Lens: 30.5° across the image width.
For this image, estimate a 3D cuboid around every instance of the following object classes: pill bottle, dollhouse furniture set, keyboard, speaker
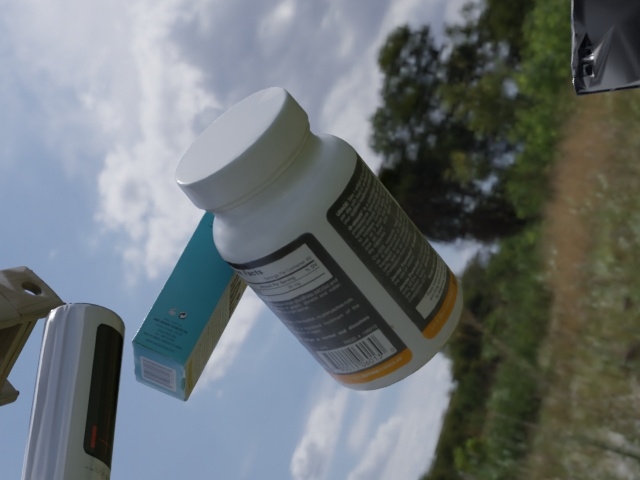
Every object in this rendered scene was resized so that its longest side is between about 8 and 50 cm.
[{"bbox_3d":[0.000,0.000,1.112,0.278,0.162,0.162,50,-136,-24],"label":"pill bottle"},{"bbox_3d":[-0.367,0.062,1.127,0.129,0.184,0.129,-57,-21,22],"label":"dollhouse furniture set"},{"bbox_3d":[0.185,-0.097,0.542,0.192,0.038,0.100,-174,85,-67],"label":"keyboard"},{"bbox_3d":[-0.156,0.109,0.739,0.055,0.055,0.136,90,179,-50],"label":"speaker"}]

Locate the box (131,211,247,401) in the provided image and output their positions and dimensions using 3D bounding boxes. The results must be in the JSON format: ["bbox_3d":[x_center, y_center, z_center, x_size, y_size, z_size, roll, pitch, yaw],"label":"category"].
[{"bbox_3d":[-0.111,0.036,1.211,0.100,0.060,0.244,101,-167,-60],"label":"box"}]
